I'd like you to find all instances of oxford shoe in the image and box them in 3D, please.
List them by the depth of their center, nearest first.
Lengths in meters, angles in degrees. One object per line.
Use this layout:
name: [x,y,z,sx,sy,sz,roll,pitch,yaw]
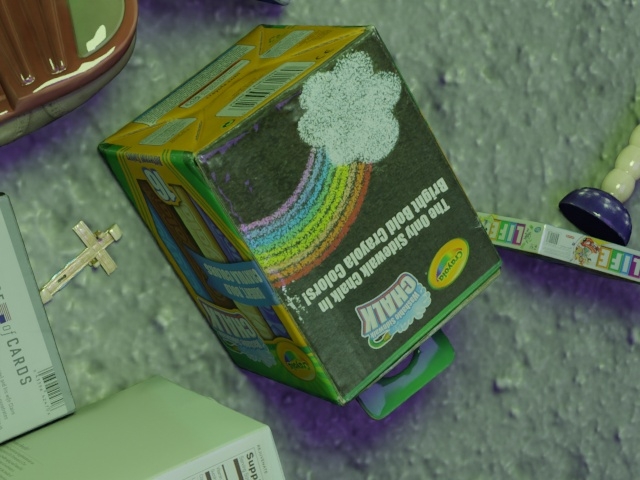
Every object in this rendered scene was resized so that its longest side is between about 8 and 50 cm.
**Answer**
oxford shoe: [-0.284,-0.084,1.195,0.348,0.130,0.123,-20,77,-6]

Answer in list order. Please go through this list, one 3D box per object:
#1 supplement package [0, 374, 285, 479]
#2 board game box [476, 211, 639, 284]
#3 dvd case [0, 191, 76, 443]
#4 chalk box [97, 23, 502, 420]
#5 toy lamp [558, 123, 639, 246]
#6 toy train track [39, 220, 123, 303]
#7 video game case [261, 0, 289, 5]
supplement package: [-0.166,0.251,1.253,0.262,0.199,0.198,-22,107,-25]
board game box: [0.220,0.010,1.490,0.154,0.103,0.026,15,89,-29]
dvd case: [-0.311,0.087,1.250,0.238,0.029,0.179,-22,106,-25]
chalk box: [0.000,0.000,1.328,0.180,0.179,0.289,-38,113,-21]
toy lamp: [0.312,-0.125,1.542,0.080,0.080,0.275,40,79,-27]
toy train track: [-0.183,0.018,1.321,0.083,0.014,0.048,-43,114,-17]
video game case: [-0.064,-0.311,1.225,0.269,0.061,0.244,6,96,-74]
